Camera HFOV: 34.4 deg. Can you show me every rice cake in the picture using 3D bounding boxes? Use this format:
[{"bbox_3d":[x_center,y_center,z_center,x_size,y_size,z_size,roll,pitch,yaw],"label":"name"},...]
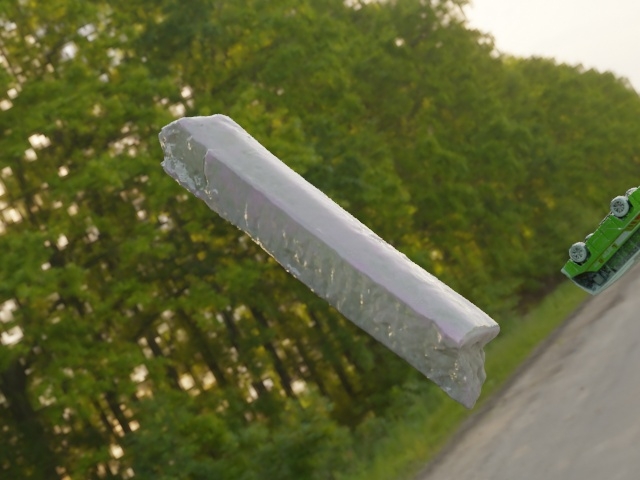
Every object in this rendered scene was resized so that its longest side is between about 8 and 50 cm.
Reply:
[{"bbox_3d":[0.000,0.000,0.831,0.072,0.365,0.056,-15,-45,-49],"label":"rice cake"}]

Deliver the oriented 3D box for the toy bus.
[{"bbox_3d":[0.191,-0.001,0.657,0.031,0.037,0.083,-23,-26,-49],"label":"toy bus"}]
